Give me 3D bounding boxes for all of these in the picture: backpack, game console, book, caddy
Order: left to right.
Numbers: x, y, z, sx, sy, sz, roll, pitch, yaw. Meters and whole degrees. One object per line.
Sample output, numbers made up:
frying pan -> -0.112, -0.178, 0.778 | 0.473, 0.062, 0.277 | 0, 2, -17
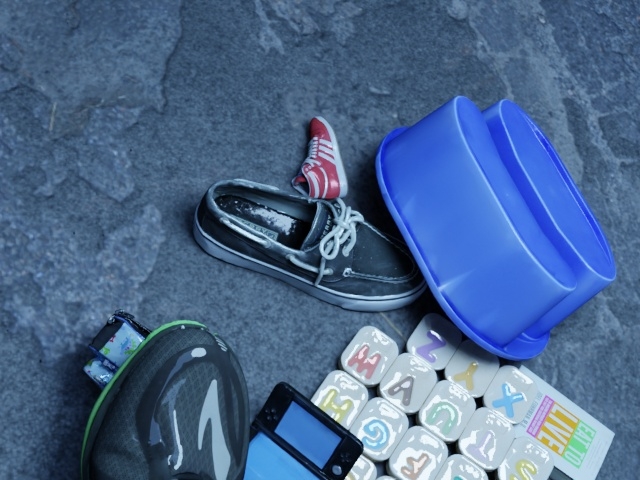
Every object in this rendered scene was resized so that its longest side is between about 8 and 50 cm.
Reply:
backpack -> -0.196, 0.141, 1.081 | 0.114, 0.105, 0.084 | 38, 81, -1
game console -> -0.033, 0.237, 1.097 | 0.122, 0.107, 0.071 | 36, 30, 12
caddy -> 0.205, -0.019, 1.251 | 0.241, 0.179, 0.341 | -6, 64, -49
book -> 0.285, 0.235, 1.240 | 0.144, 0.035, 0.096 | 36, 57, 4

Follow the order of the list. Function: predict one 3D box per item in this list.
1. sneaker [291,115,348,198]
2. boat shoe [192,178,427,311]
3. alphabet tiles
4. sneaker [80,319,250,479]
sneaker -> -0.010, -0.107, 1.300 | 0.067, 0.042, 0.119 | -8, 70, -26
boat shoe -> 0.001, -0.004, 1.215 | 0.306, 0.105, 0.113 | 22, 60, -8
alphabet tiles -> 0.131, 0.229, 1.175 | 0.284, 0.021, 0.278 | 35, 63, 6
sneaker -> -0.146, 0.309, 0.923 | 0.185, 0.202, 0.483 | 23, 67, -28
